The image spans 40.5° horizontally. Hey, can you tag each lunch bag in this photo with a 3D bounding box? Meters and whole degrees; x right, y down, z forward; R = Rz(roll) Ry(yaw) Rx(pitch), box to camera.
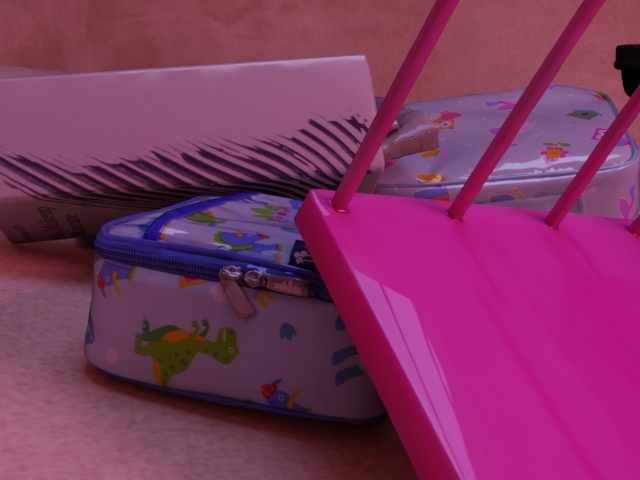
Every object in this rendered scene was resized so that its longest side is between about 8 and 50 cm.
[{"bbox_3d":[0.167,-0.062,0.871,0.279,0.108,0.224,-6,31,8],"label":"lunch bag"},{"bbox_3d":[-0.025,0.027,0.501,0.176,0.090,0.219,10,9,12],"label":"lunch bag"}]

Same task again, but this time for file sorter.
[{"bbox_3d":[0.180,0.004,0.355,0.290,0.182,0.202,3,43,-33],"label":"file sorter"}]

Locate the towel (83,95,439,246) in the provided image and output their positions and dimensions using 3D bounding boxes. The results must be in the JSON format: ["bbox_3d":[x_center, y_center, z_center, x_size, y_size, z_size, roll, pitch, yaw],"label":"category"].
[{"bbox_3d":[-0.084,-0.093,0.839,0.324,0.056,0.312,-17,18,-12],"label":"towel"}]

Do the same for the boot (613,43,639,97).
[{"bbox_3d":[0.401,-0.067,0.894,0.131,0.260,0.348,-1,20,-11],"label":"boot"}]

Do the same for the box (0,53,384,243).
[{"bbox_3d":[-0.100,-0.066,0.636,0.275,0.094,0.113,-6,-14,-8],"label":"box"}]
